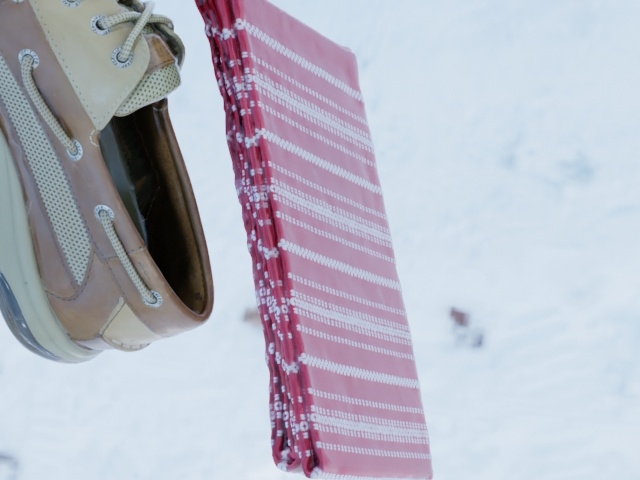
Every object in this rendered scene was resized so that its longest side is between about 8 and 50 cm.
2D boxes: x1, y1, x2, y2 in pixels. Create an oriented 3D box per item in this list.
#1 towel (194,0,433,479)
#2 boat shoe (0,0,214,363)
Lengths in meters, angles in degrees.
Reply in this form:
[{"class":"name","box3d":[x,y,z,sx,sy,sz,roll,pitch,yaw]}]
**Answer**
[{"class":"towel","box3d":[0.000,0.000,1.018,0.031,0.199,0.275,-15,77,20]},{"class":"boat shoe","box3d":[-0.127,-0.092,0.977,0.119,0.122,0.324,-4,110,25]}]
